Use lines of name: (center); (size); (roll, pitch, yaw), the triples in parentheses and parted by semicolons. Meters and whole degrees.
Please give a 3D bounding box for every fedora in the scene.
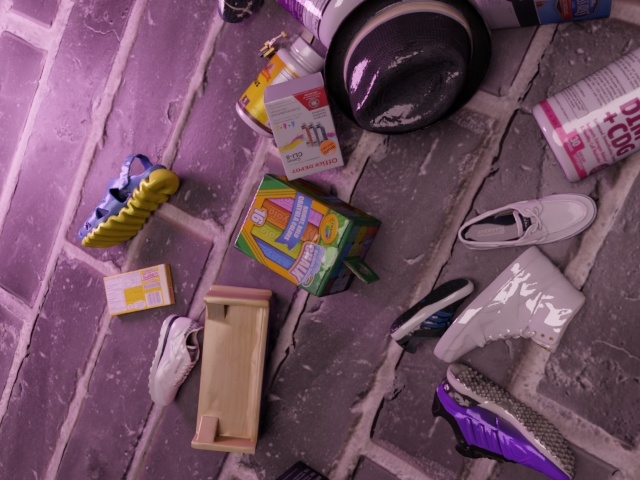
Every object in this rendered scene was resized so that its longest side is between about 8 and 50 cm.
fedora: (0.161, -0.307, 1.144); (0.333, 0.153, 0.334); (4, 131, 4)

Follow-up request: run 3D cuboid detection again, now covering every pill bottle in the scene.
pill bottle: (0.533, -0.234, 1.051); (0.283, 0.160, 0.160); (-29, 79, 22)
pill bottle: (-0.083, -0.342, 1.352); (0.215, 0.117, 0.117); (-47, 73, 17)
pill bottle: (0.019, -0.525, 1.270); (0.323, 0.181, 0.181); (47, 108, 16)

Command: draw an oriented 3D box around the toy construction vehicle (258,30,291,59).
toy construction vehicle: (-0.102, -0.424, 1.405); (0.098, 0.035, 0.086); (-32, 78, 21)

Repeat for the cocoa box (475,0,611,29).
cocoa box: (0.401, -0.587, 1.069); (0.227, 0.231, 0.348); (2, 91, 24)

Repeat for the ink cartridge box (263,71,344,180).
ink cartridge box: (-0.034, -0.239, 1.272); (0.128, 0.127, 0.176); (-15, 120, 4)

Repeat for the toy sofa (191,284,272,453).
toy sofa: (-0.199, 0.290, 1.410); (0.150, 0.177, 0.363); (5, 92, -1)

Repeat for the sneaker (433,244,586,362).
sneaker: (0.365, 0.170, 1.159); (0.169, 0.108, 0.292); (47, 107, 20)

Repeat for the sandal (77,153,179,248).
sandal: (-0.503, -0.103, 1.549); (0.317, 0.126, 0.138); (-40, 71, 11)

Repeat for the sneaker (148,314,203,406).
sneaker: (-0.356, 0.306, 1.501); (0.094, 0.090, 0.235); (13, 97, 14)

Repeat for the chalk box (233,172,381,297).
chalk box: (0.000, 0.000, 1.285); (0.288, 0.180, 0.179); (29, 102, 20)

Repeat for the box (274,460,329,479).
box: (-0.014, 0.597, 1.307); (0.207, 0.153, 0.108); (26, 101, 23)

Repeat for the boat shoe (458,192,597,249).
boat shoe: (0.392, -0.029, 1.158); (0.258, 0.084, 0.095); (-19, 83, 23)

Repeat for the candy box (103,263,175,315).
candy box: (-0.475, 0.130, 1.581); (0.205, 0.027, 0.105); (-12, 83, 24)

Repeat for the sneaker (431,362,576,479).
sneaker: (0.344, 0.382, 1.183); (0.293, 0.102, 0.146); (37, 112, 22)

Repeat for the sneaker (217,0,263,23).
sneaker: (-0.189, -0.651, 1.422); (0.122, 0.110, 0.283); (21, 97, 41)

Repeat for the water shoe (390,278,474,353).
water shoe: (0.240, 0.155, 1.248); (0.203, 0.073, 0.080); (-37, 103, 20)
